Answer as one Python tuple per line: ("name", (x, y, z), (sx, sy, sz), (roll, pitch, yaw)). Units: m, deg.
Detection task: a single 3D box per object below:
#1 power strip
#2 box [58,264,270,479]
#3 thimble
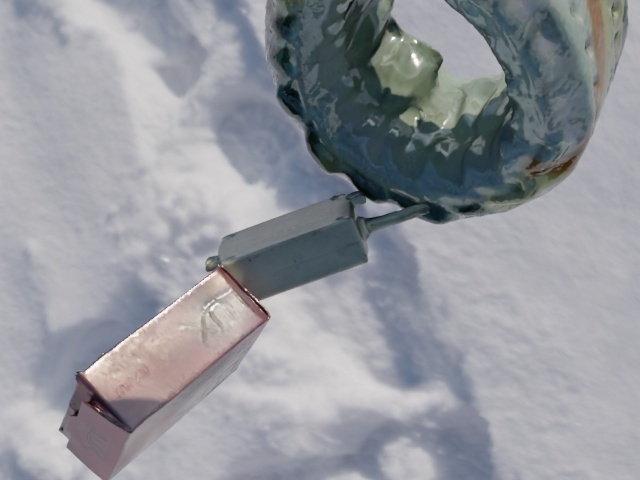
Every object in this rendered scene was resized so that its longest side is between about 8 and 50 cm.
("power strip", (0.000, 0.000, 1.001), (0.175, 0.075, 0.042), (-19, 107, 3))
("box", (-0.115, 0.098, 0.949), (0.060, 0.111, 0.156), (47, 58, 9))
("thimble", (0.090, -0.160, 0.980), (0.254, 0.288, 0.167), (-3, 39, 34))
